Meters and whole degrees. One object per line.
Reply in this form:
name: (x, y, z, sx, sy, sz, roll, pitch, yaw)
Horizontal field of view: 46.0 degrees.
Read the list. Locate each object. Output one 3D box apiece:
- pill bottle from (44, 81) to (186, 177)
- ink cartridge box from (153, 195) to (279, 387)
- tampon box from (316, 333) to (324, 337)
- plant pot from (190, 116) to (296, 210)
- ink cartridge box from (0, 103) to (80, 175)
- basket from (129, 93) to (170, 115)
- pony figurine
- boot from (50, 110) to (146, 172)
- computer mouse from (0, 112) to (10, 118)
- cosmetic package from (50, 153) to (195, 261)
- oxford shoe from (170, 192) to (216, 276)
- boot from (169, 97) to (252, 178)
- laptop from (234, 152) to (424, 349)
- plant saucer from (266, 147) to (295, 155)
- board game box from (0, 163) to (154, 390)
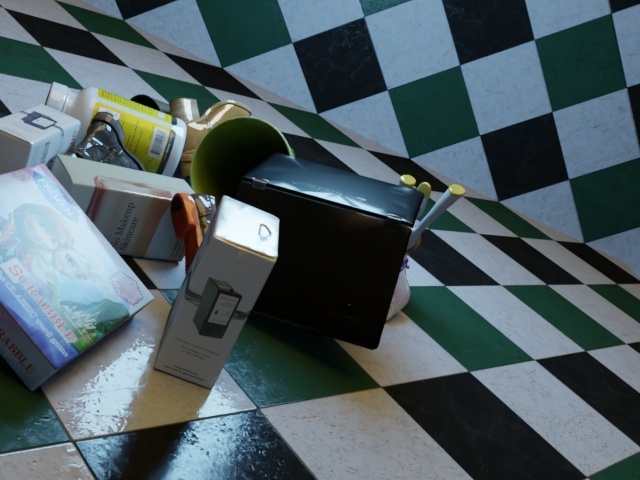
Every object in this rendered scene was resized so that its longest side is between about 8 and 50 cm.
pill bottle: (-0.521, -0.267, 1.879, 0.334, 0.188, 0.188, 19, 22, -23)
ink cartridge box: (-0.179, 0.085, 1.322, 0.115, 0.273, 0.198, 23, 20, -12)
tampon box: (0.032, 0.132, 1.697, 0.101, 0.120, 0.161, 37, 22, 23)
plant pot: (-0.162, -0.157, 2.018, 0.275, 0.274, 0.293, 34, 2, 17)
ink cartridge box: (-0.604, -0.168, 1.549, 0.100, 0.172, 0.237, 24, 20, -3)
basket: (-0.425, -0.313, 2.179, 0.227, 0.154, 0.204, 6, 37, -53)
pony figurine: (0.177, 0.012, 1.948, 0.351, 0.363, 0.303, -19, 55, -43)
boot: (-0.497, -0.134, 1.679, 0.091, 0.263, 0.229, 0, 44, 20)
computer mouse: (-0.734, -0.235, 1.698, 0.188, 0.072, 0.272, 26, 20, 0)
cosmetic package: (-0.412, -0.062, 1.567, 0.296, 0.153, 0.129, 8, 26, -39)
oxford shoe: (-0.219, 0.027, 1.515, 0.098, 0.097, 0.271, -6, 75, -36)
boot: (-0.293, -0.279, 2.114, 0.109, 0.220, 0.283, -13, -5, 37)
laptop: (0.000, 0.000, 1.674, 0.382, 0.236, 0.408, 16, 21, 7)
plant saucer: (-0.157, -0.247, 2.155, 0.168, 0.029, 0.168, 10, -15, 3)
board game box: (-0.456, 0.040, 1.218, 0.318, 0.066, 0.318, 51, 20, -4)
